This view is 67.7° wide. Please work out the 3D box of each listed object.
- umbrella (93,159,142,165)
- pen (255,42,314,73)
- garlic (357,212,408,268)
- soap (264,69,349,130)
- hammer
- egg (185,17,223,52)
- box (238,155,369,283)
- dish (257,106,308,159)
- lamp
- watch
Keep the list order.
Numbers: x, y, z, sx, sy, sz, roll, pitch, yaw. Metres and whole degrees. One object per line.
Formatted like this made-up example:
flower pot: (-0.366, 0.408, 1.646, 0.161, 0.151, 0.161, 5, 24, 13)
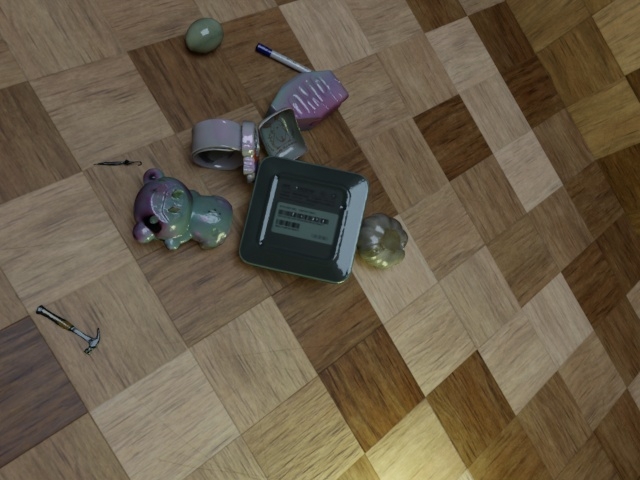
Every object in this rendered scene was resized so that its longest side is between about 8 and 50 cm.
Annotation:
umbrella: (-0.671, -0.258, 1.582, 0.148, 0.022, 0.022, -4, 53, -25)
pen: (-0.133, -0.721, 1.927, 0.269, 0.033, 0.033, 21, 70, -19)
garlic: (0.228, 0.002, 1.856, 0.227, 0.152, 0.228, 10, 71, -30)
soap: (-0.063, -0.544, 1.876, 0.324, 0.109, 0.193, -43, 96, -26)
hammer: (-0.750, 0.254, 1.426, 0.201, 0.021, 0.078, 38, 65, -13)
egg: (-0.427, -0.751, 1.754, 0.152, 0.114, 0.114, -43, 97, -20)
box: (-0.054, -0.072, 1.660, 0.395, 0.111, 0.397, 12, 85, 4)
dish: (-0.149, -0.384, 1.766, 0.151, 0.077, 0.212, -35, 137, -10)
lamp: (-0.436, -0.088, 1.531, 0.301, 0.247, 0.247, 15, 75, -29)
watch: (-0.328, -0.301, 1.660, 0.231, 0.244, 0.196, -3, 76, -3)
